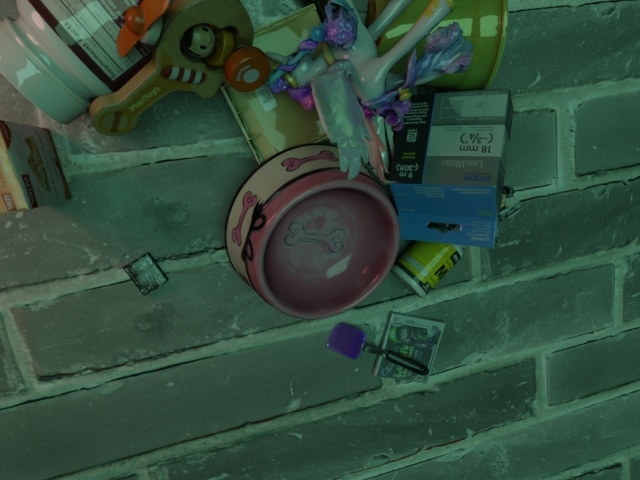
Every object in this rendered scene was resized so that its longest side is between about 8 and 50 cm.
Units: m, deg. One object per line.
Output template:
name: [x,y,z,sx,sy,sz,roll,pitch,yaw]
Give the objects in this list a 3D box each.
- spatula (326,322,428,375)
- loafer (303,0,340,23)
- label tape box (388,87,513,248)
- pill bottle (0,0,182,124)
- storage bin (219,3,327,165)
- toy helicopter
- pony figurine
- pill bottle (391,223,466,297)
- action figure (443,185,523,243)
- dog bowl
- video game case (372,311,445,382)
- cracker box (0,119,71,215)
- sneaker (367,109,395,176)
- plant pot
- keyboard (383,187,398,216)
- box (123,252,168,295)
spatula: [0.165,0.310,1.158,0.296,0.030,0.084,22,94,-8]
loafer: [0.008,-0.542,0.931,0.220,0.078,0.080,42,71,-28]
label tape box: [0.293,-0.166,0.970,0.240,0.105,0.334,6,82,29]
pill bottle: [-0.403,-0.416,0.802,0.392,0.224,0.224,-39,107,-3]
storage bin: [-0.078,-0.334,0.949,0.260,0.123,0.263,-28,106,-6]
toy helicopter: [-0.280,-0.307,0.744,0.354,0.235,0.140,-33,72,13]
pony figurine: [0.086,-0.303,0.789,0.363,0.302,0.351,-31,79,16]
pill bottle: [0.295,0.039,1.111,0.119,0.119,0.208,43,89,-17]
action figure: [0.371,-0.115,1.035,0.185,0.099,0.285,-23,64,4]
dog bowl: [0.000,0.000,0.956,0.407,0.150,0.409,-11,121,-19]
video game case: [0.253,0.308,1.204,0.173,0.022,0.191,13,98,-15]
cracker box: [-0.572,-0.140,0.811,0.067,0.232,0.156,-13,104,-11]
sneaker: [0.120,-0.271,1.031,0.094,0.090,0.235,-16,103,0]
plant pot: [0.235,-0.460,0.946,0.253,0.276,0.277,-4,102,-1]
keyboard: [0.144,-0.081,1.103,0.180,0.023,0.108,-10,103,-12]
box: [-0.415,0.080,1.003,0.067,0.018,0.083,-33,106,-5]
